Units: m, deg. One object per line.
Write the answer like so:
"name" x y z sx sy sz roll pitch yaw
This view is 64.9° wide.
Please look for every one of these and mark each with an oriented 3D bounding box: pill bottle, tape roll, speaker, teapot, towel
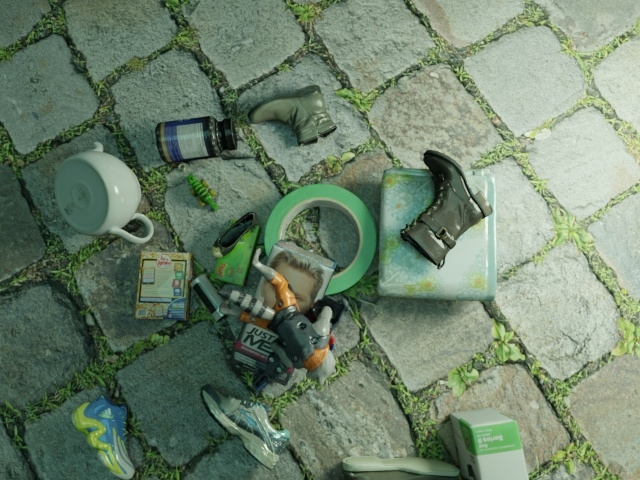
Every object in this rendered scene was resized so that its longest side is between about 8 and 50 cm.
"pill bottle" -0.361 -0.300 1.485 0.219 0.123 0.123 -8 80 -1
"tape roll" 0.000 0.000 1.450 0.321 0.077 0.321 0 81 1
"speaker" -0.312 0.165 1.436 0.055 0.055 0.136 -37 82 -5
"teapot" -0.605 -0.135 1.437 0.252 0.187 0.256 14 107 22
"towel" 0.323 -0.024 1.399 0.320 0.090 0.374 2 79 6

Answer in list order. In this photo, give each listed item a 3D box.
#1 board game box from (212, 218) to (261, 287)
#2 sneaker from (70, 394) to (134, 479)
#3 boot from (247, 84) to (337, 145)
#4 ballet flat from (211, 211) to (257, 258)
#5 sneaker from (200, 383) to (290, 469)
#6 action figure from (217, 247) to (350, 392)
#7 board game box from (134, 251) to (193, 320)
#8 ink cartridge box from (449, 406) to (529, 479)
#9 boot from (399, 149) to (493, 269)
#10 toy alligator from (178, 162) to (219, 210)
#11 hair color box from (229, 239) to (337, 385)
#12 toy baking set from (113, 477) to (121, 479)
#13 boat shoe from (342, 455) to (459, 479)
"board game box" -0.241 0.036 1.463 0.092 0.043 0.181 14 80 4
"sneaker" -0.555 0.522 1.360 0.126 0.091 0.240 -40 93 -18
"boot" -0.084 -0.357 1.515 0.246 0.083 0.161 -19 86 -1
"ballet flat" -0.248 -0.019 1.425 0.057 0.049 0.173 42 83 9
"sneaker" -0.204 0.480 1.369 0.283 0.110 0.122 42 65 5
"action figure" -0.109 0.236 1.219 0.330 0.178 0.341 39 100 8
"board game box" -0.448 0.131 1.449 0.147 0.045 0.193 2 80 2
"ink cartridge box" 0.432 0.590 1.268 0.121 0.211 0.289 -8 80 -1
"boot" 0.297 -0.085 1.322 0.229 0.091 0.263 -39 81 -4
"toy alligator" -0.368 -0.164 1.496 0.056 0.051 0.189 -40 82 -6
"hair color box" -0.100 0.191 1.349 0.174 0.105 0.347 22 100 4
"toy baking set" -0.496 0.725 1.294 0.256 0.030 0.197 -8 81 41
"boat shoe" 0.209 0.626 1.322 0.305 0.109 0.091 0 80 7
